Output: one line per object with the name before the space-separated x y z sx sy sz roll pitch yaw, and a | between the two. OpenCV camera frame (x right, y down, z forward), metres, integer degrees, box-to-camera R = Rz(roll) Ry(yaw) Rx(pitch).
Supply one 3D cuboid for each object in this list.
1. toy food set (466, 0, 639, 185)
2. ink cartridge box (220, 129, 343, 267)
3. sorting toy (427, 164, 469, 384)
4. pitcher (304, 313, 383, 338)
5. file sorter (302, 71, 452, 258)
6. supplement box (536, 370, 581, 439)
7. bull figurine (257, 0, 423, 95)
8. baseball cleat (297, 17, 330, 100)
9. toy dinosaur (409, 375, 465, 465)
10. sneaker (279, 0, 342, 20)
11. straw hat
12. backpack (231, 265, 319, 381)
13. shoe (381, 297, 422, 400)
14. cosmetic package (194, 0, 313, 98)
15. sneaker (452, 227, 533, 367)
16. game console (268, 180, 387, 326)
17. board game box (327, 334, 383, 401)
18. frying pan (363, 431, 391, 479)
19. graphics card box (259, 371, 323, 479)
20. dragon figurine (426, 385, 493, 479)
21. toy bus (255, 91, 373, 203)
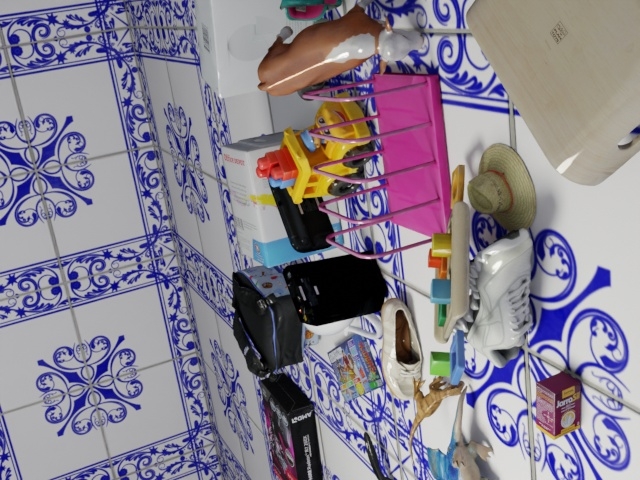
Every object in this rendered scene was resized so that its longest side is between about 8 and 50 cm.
toy food set | 0.314 -0.249 0.956 0.306 0.092 0.220 65 145 20
ink cartridge box | -0.092 -0.106 1.878 0.198 0.197 0.270 -157 54 -64
sorting toy | 0.191 0.052 1.255 0.196 0.047 0.348 94 -179 -71
pitcher | 0.049 0.167 1.851 0.178 0.125 0.207 57 146 2
file sorter | 0.095 -0.134 1.420 0.202 0.182 0.291 26 128 62
supplement box | 0.358 0.248 1.211 0.043 0.055 0.083 33 135 57
bull figurine | 0.029 -0.344 1.412 0.101 0.310 0.188 63 -153 -30
baseball cleat | -0.003 -0.351 1.662 0.206 0.072 0.109 100 147 -49
toy dinosaur | 0.200 0.320 1.546 0.112 0.064 0.212 -80 14 -53
sneaker | -0.039 -0.523 1.573 0.295 0.123 0.179 44 133 50
straw hat | 0.259 -0.072 1.224 0.144 0.061 0.145 50 149 46
backpack | -0.128 0.183 2.158 0.263 0.213 0.277 39 134 43
shoe | 0.164 0.228 1.644 0.058 0.076 0.219 -159 58 -70
cosmetic package | -0.139 -0.448 1.722 0.138 0.224 0.224 -129 31 -50
sneaker | 0.284 0.091 1.236 0.118 0.110 0.292 52 158 29
game console | 0.000 0.000 1.711 0.044 0.213 0.361 -45 60 52
board game box | 0.081 0.312 1.963 0.136 0.035 0.201 70 158 12
frying pan | 0.159 0.637 1.975 0.197 0.053 0.326 122 131 -62
graphics card box | -0.087 0.628 2.520 0.233 0.094 0.371 -143 43 -58
dragon figurine | 0.260 0.423 1.531 0.144 0.085 0.289 -12 94 68
toy bus | -0.022 -0.179 1.641 0.220 0.211 0.150 114 138 -56
